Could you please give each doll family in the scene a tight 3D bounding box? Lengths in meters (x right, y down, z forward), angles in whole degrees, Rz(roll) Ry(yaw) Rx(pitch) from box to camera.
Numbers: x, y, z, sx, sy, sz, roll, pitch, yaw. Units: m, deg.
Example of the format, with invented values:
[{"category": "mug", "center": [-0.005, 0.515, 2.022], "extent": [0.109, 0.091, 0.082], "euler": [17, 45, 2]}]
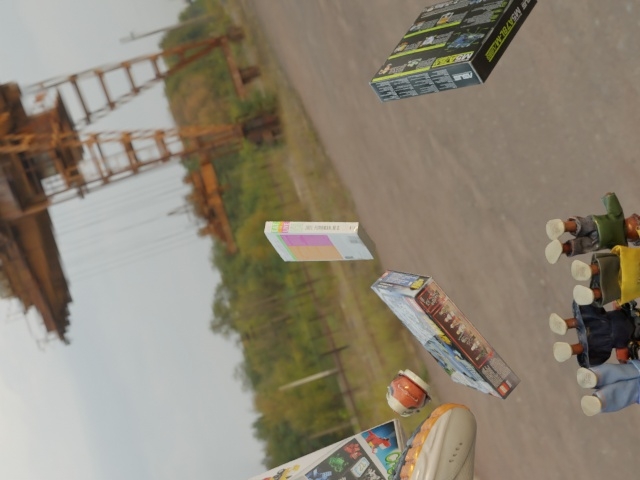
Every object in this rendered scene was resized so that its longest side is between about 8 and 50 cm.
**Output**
[{"category": "doll family", "center": [0.253, 0.058, 0.802], "extent": [0.076, 0.111, 0.193], "euler": [-167, 73, -64]}]

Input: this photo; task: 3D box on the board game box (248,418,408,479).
[{"category": "board game box", "center": [0.011, 0.296, 0.980], "extent": [0.305, 0.193, 0.053], "euler": [-90, -24, -75]}]

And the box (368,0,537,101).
[{"category": "box", "center": [0.186, -0.279, 1.386], "extent": [0.190, 0.184, 0.045], "euler": [-3, 136, 47]}]

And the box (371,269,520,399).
[{"category": "box", "center": [0.116, 0.086, 0.917], "extent": [0.137, 0.027, 0.094], "euler": [49, 167, -17]}]

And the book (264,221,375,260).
[{"category": "book", "center": [0.000, 0.000, 1.464], "extent": [0.096, 0.144, 0.035], "euler": [52, -136, -61]}]

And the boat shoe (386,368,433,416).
[{"category": "boat shoe", "center": [0.093, 0.169, 1.061], "extent": [0.049, 0.043, 0.137], "euler": [37, 173, 10]}]

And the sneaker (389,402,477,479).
[{"category": "sneaker", "center": [0.100, 0.259, 0.747], "extent": [0.099, 0.121, 0.262], "euler": [101, -178, -78]}]
